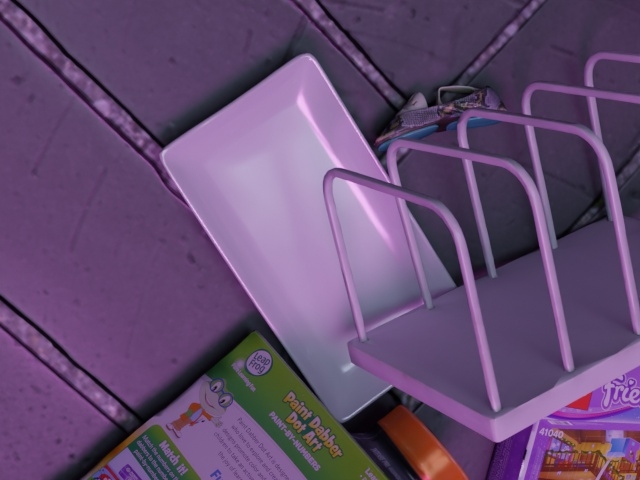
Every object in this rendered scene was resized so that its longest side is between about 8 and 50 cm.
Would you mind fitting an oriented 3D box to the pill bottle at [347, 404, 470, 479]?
[{"bbox_3d":[0.001,0.239,1.059,0.246,0.130,0.130,-40,109,-7],"label":"pill bottle"}]

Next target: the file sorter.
[{"bbox_3d":[0.165,-0.012,0.996,0.278,0.193,0.173,-24,112,-23],"label":"file sorter"}]

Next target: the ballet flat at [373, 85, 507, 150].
[{"bbox_3d":[0.091,-0.101,1.075,0.114,0.041,0.041,-15,105,-15],"label":"ballet flat"}]

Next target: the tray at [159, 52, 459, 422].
[{"bbox_3d":[0.000,0.000,1.065,0.145,0.030,0.270,-35,109,-8],"label":"tray"}]

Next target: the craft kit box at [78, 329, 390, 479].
[{"bbox_3d":[-0.067,0.225,0.979,0.247,0.250,0.061,-41,142,-5],"label":"craft kit box"}]

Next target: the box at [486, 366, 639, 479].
[{"bbox_3d":[0.292,0.205,1.184,0.293,0.057,0.200,12,97,-19],"label":"box"}]
